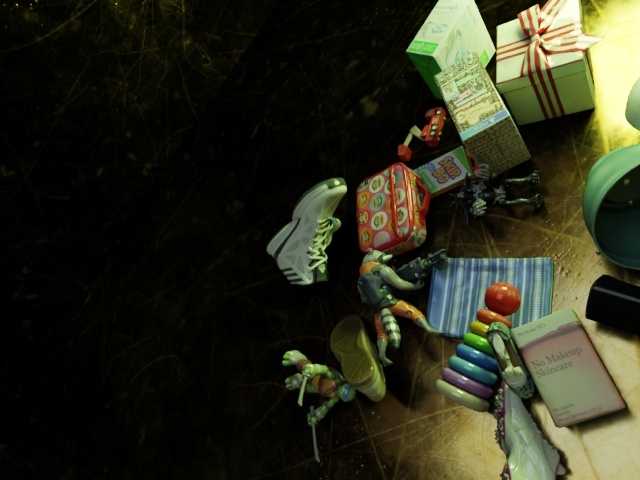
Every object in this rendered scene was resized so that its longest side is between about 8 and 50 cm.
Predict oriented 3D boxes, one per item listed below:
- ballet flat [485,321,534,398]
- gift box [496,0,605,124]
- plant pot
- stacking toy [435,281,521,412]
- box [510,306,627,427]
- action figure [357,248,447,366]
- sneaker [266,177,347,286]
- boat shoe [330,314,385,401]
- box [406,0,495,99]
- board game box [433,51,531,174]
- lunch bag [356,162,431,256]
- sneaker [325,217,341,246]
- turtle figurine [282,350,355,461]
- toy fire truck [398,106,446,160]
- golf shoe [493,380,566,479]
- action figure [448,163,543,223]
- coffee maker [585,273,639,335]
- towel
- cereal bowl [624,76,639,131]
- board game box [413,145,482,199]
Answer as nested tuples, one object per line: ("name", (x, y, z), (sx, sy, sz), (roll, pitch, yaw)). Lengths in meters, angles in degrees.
("ballet flat", (0.442, 0.287, 1.111), (0.070, 0.070, 0.188), (-30, 72, 24))
("gift box", (0.668, -0.528, 1.357), (0.277, 0.258, 0.254), (-13, 61, 35))
("plant pot", (0.747, -0.107, 1.089), (0.293, 0.293, 0.196), (-32, 24, 22))
("stacking toy", (0.420, 0.261, 1.213), (0.141, 0.141, 0.330), (18, 83, 43))
("box", (0.569, 0.294, 1.083), (0.149, 0.127, 0.232), (-30, 59, 23))
("action figure", (0.227, 0.154, 1.383), (0.341, 0.179, 0.330), (-45, 54, 32))
("sneaker", (0.000, 0.000, 1.652), (0.257, 0.169, 0.447), (56, 131, 20))
("boat shoe", (0.113, 0.349, 1.414), (0.122, 0.110, 0.341), (-34, 21, 9))
("box", (0.446, -0.644, 1.592), (0.127, 0.262, 0.231), (33, 89, 43))
("board game box", (0.493, -0.380, 1.437), (0.141, 0.232, 0.290), (-28, 54, 25))
("lunch bag", (0.246, -0.099, 1.543), (0.258, 0.120, 0.292), (-25, 56, 39))
("sneaker", (0.018, -0.031, 1.756), (0.052, 0.058, 0.135), (29, 88, 44))
("turtle figurine", (-0.043, 0.459, 1.440), (0.274, 0.197, 0.266), (-49, 33, -20))
("toy fire truck", (0.361, -0.379, 1.670), (0.135, 0.047, 0.191), (5, 70, 41))
("golf shoe", (0.487, 0.484, 1.099), (0.140, 0.115, 0.306), (-2, 61, 10))
("action figure", (0.494, -0.142, 1.379), (0.276, 0.141, 0.163), (-5, 76, 35))
("coffee maker", (0.697, 0.149, 1.042), (0.178, 0.171, 0.120), (20, 97, 45))
("towel", (0.463, 0.159, 1.315), (0.336, 0.040, 0.243), (-2, 68, 38))
("cereal bowl", (0.891, -0.349, 1.057), (0.339, 0.141, 0.338), (-11, 34, 8))
("board game box", (0.397, -0.215, 1.567), (0.260, 0.039, 0.124), (-24, 56, 24))
